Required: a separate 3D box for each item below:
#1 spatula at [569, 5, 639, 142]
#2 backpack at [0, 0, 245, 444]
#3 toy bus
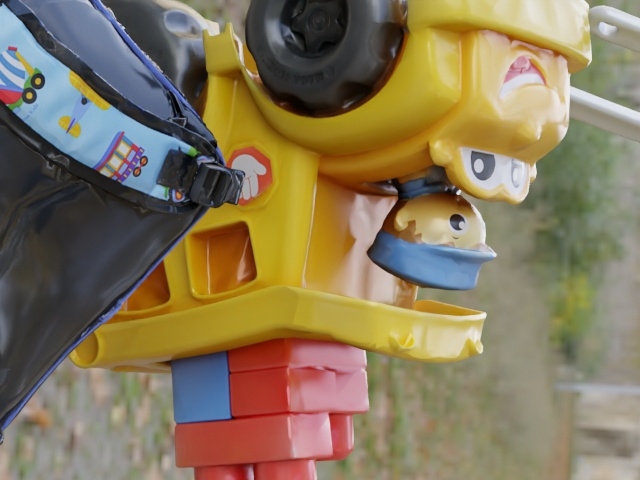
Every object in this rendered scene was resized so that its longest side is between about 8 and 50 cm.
[{"bbox_3d":[0.211,-0.050,0.795,0.168,0.242,0.019,106,4,-62],"label":"spatula"},{"bbox_3d":[-0.137,-0.035,0.617,0.158,0.117,0.173,-48,127,-15],"label":"backpack"},{"bbox_3d":[0.000,0.000,0.771,0.149,0.220,0.211,11,70,-56],"label":"toy bus"}]
